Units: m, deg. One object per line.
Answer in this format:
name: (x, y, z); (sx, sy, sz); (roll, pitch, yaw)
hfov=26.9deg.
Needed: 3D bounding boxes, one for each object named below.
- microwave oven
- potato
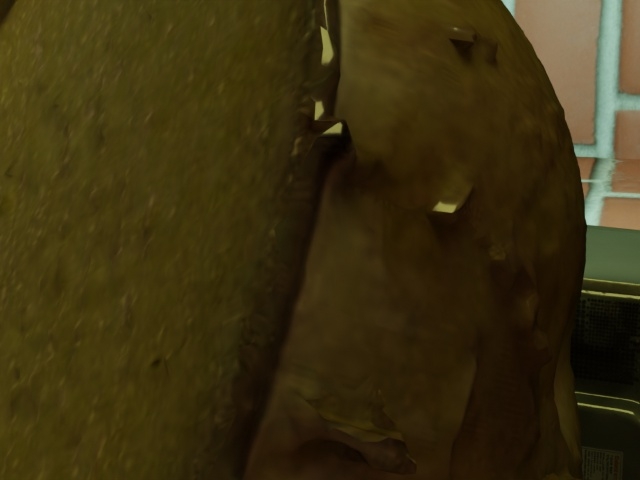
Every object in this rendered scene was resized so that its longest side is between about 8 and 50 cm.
microwave oven: (0.176, 0.124, 0.855); (0.145, 0.240, 0.194); (8, 14, 26)
potato: (-0.008, 0.042, 0.661); (0.319, 0.442, 0.385); (21, -27, -36)
